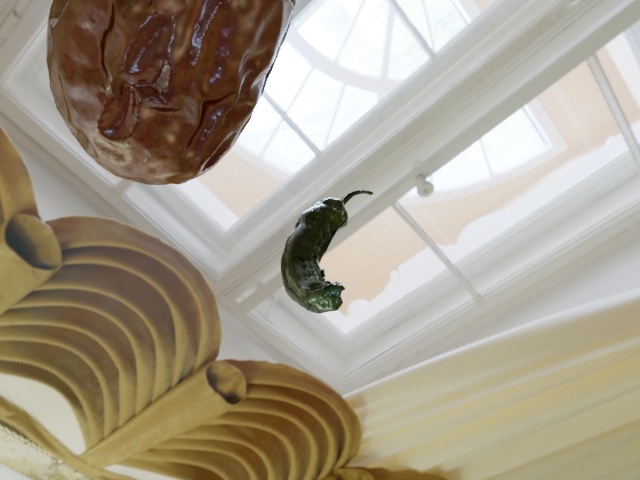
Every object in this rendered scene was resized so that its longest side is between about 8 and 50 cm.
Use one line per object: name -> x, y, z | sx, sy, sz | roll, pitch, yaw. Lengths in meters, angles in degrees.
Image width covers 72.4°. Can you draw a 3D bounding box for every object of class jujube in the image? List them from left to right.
jujube -> -0.122, -0.167, 0.360 | 0.174, 0.250, 0.174 | 28, -153, -16

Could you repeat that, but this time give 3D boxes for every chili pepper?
chili pepper -> -0.001, 0.000, 0.621 | 0.278, 0.122, 0.065 | -74, -30, -50
